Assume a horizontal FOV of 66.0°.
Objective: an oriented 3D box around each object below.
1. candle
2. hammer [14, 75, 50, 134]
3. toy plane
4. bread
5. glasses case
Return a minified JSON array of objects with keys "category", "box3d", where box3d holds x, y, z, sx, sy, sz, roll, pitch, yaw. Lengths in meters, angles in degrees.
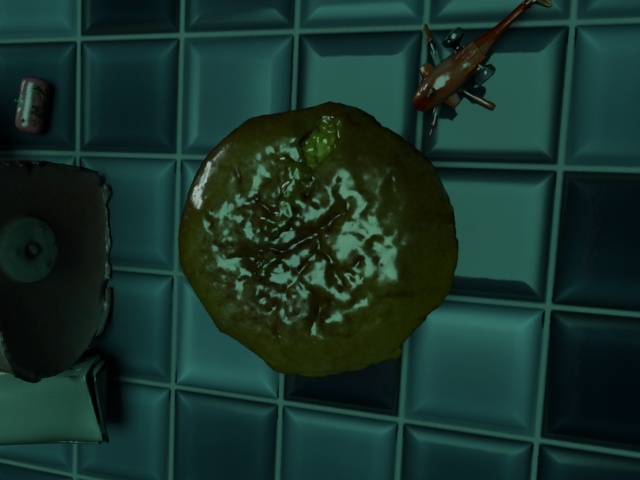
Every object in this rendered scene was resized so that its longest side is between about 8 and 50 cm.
[{"category":"candle","box3d":[-0.396,0.005,0.633,0.131,0.317,0.287,5,53,16]},{"category":"hammer","box3d":[-0.424,-0.198,0.724,0.043,0.043,0.084,16,96,12]},{"category":"toy plane","box3d":[0.188,-0.214,0.565,0.194,0.077,0.126,-23,97,5]},{"category":"bread","box3d":[-0.003,-0.005,0.575,0.311,0.172,0.313,1,96,9]},{"category":"glasses case","box3d":[-0.439,0.244,0.739,0.307,0.083,0.129,-8,98,14]}]
